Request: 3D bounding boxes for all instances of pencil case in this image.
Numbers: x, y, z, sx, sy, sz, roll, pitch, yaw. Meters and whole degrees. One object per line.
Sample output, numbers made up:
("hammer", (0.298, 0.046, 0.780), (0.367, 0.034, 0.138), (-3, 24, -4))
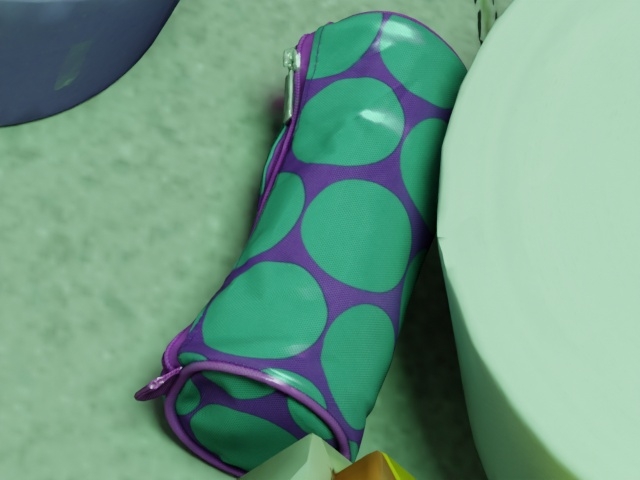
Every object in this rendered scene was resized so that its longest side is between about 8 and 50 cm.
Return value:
("pencil case", (0.000, 0.000, 0.552), (0.070, 0.064, 0.152), (28, 56, -12))

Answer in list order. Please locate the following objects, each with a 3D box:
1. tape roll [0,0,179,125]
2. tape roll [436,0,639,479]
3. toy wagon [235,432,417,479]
("tape roll", (-0.120, -0.137, 0.556), (0.189, 0.080, 0.189), (11, 61, -21))
("tape roll", (0.181, 0.007, 0.533), (0.286, 0.100, 0.286), (-5, 53, 7))
("toy wagon", (0.070, 0.202, 0.344), (0.267, 0.068, 0.344), (45, 13, -53))
